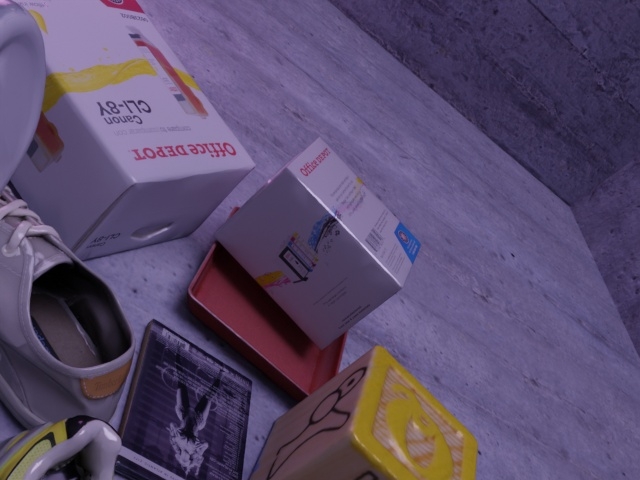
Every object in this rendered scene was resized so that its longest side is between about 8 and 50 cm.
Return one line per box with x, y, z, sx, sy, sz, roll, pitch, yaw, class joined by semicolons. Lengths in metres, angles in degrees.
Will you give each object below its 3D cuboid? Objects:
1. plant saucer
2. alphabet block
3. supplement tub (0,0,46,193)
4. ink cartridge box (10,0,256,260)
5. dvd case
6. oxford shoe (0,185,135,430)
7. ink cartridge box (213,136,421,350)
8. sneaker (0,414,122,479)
-0.074;0.101;1.191;0.258;0.047;0.259;42;27;-13;plant saucer
0.051;0.284;0.976;0.193;0.197;0.192;44;28;-10;alphabet block
-0.439;-0.160;0.712;0.338;0.207;0.207;19;31;-1;supplement tub
-0.306;-0.188;1.090;0.385;0.160;0.279;54;27;9;ink cartridge box
-0.155;0.212;0.958;0.164;0.018;0.221;37;28;-24;dvd case
-0.342;0.002;0.834;0.449;0.130;0.169;50;30;6;oxford shoe
0.000;0.000;1.193;0.233;0.168;0.171;47;26;-4;ink cartridge box
-0.235;0.294;0.595;0.145;0.147;0.385;32;33;-33;sneaker
